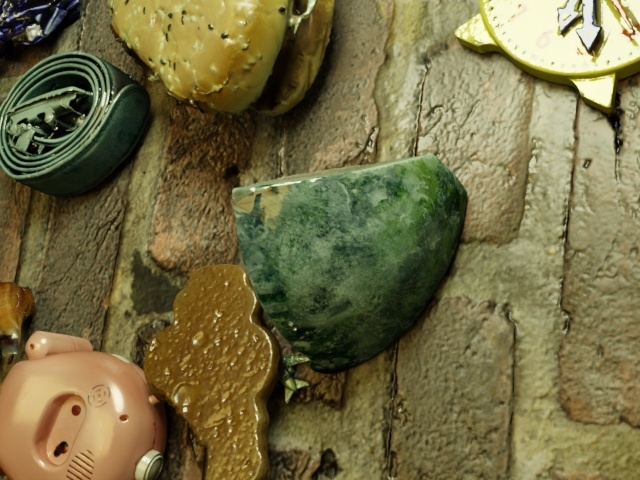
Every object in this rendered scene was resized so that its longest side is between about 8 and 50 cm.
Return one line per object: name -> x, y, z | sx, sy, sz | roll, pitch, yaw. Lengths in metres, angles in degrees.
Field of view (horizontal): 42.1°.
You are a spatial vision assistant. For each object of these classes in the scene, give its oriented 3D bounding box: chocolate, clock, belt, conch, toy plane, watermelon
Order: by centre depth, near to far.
clock -> 0.325, -0.325, 1.009 | 0.277, 0.071, 0.293 | 28, 90, 28
watermelon -> 0.000, 0.000, 1.020 | 0.319, 0.290, 0.213 | -59, 31, 16
toy plane -> -0.053, 0.170, 1.087 | 0.080, 0.033, 0.083 | -42, 63, -2
clock -> -0.324, 0.263, 1.134 | 0.241, 0.142, 0.227 | 21, 87, 24
conch -> -0.473, 0.115, 1.231 | 0.086, 0.080, 0.232 | -53, 20, 18
belt -> -0.383, -0.186, 1.279 | 0.268, 0.116, 0.206 | -23, 65, 21
chocolate -> -0.532, -0.335, 1.390 | 0.343, 0.126, 0.148 | -43, 23, 6

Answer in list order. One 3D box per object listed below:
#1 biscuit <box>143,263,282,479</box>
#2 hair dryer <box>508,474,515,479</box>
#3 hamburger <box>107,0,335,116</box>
biscuit -> -0.132, 0.181, 1.070 | 0.183, 0.047, 0.319 | -28, 58, 9
hair dryer -> 0.142, 0.425, 0.915 | 0.173, 0.107, 0.357 | 19, 77, 27
hamburger -> -0.123, -0.337, 1.127 | 0.318, 0.195, 0.276 | 46, 117, 30
